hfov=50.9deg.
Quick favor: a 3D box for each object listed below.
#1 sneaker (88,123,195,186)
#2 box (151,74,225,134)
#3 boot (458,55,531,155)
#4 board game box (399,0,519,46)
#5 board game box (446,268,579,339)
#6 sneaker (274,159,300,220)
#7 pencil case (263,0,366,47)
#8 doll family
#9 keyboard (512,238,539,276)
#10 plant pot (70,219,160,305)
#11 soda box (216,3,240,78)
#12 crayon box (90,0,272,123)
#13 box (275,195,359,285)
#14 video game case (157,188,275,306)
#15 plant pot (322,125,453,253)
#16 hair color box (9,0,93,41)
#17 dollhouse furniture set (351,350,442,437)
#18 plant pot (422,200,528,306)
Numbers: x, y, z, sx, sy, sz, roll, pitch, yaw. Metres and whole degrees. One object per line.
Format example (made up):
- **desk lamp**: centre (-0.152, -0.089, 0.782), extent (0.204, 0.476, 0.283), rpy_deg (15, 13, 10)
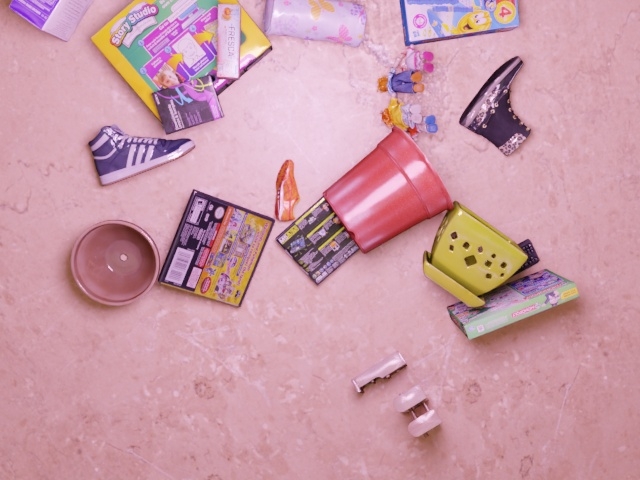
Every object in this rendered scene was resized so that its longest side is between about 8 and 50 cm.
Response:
- **sneaker**: centre (-0.494, -0.264, 1.834), extent (0.282, 0.099, 0.153), rpy_deg (-20, 101, 4)
- **box**: centre (-0.345, -0.354, 1.755), extent (0.162, 0.029, 0.116), rpy_deg (-18, 103, 1)
- **boot**: centre (0.523, -0.371, 1.872), extent (0.178, 0.085, 0.236), rpy_deg (36, 102, -9)
- **board game box**: centre (0.362, -0.705, 1.812), extent (0.301, 0.086, 0.308), rpy_deg (-9, 99, -1)
- **board game box**: centre (0.531, 0.173, 1.888), extent (0.317, 0.213, 0.046), rpy_deg (-21, 99, 1)
- **sneaker**: centre (-0.090, -0.142, 1.898), extent (0.067, 0.064, 0.175), rpy_deg (1, 104, -23)
- **pencil case**: centre (-0.016, -0.580, 1.772), extent (0.273, 0.124, 0.114), rpy_deg (3, 72, -15)
- **doll family**: centre (0.218, -0.395, 1.821), extent (0.118, 0.163, 0.263), rpy_deg (-9, 103, -26)
- **keyboard**: centre (0.542, 0.060, 1.968), extent (0.180, 0.023, 0.108), rpy_deg (-29, 99, 1)
- **plant pot**: centre (-0.561, 0.055, 1.873), extent (0.237, 0.110, 0.238), rpy_deg (-1, 99, -3)
- **soda box**: centre (-0.234, -0.505, 1.720), extent (0.058, 0.063, 0.183), rpy_deg (2, 98, -5)
- **crayon box**: centre (-0.365, -0.526, 1.797), extent (0.363, 0.106, 0.313), rpy_deg (-39, 98, 3)
- **box**: centre (0.000, 0.000, 1.924), extent (0.190, 0.045, 0.184), rpy_deg (-42, 96, 4)
- **video game case**: centre (-0.289, 0.026, 1.881), extent (0.248, 0.035, 0.275), rpy_deg (20, 96, -24)
- **plant pot**: centre (0.167, -0.117, 1.794), extent (0.265, 0.272, 0.272), rpy_deg (-35, 98, 1)
- **hair color box**: centre (-0.631, -0.691, 1.719), extent (0.110, 0.185, 0.339), rpy_deg (36, 95, -6)
- **dollhouse furniture set**: centre (0.221, 0.465, 1.926), extent (0.161, 0.212, 0.242), rpy_deg (-32, 72, 1)
- **plant pot**: centre (0.407, 0.043, 1.855), extent (0.228, 0.227, 0.207), rpy_deg (35, 102, 2)
